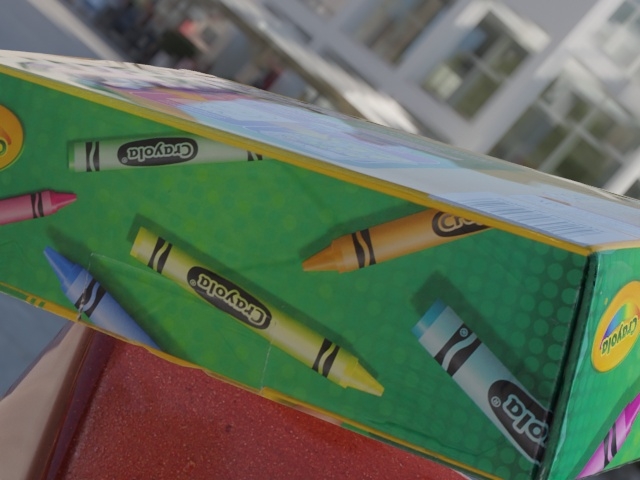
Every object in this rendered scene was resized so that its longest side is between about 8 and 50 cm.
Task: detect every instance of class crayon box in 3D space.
[{"bbox_3d":[0.000,0.000,0.658,0.278,0.081,0.165,18,10,30],"label":"crayon box"}]

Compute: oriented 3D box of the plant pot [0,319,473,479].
[{"bbox_3d":[-0.095,0.220,0.993,0.267,0.236,0.267,34,-37,-10],"label":"plant pot"}]
